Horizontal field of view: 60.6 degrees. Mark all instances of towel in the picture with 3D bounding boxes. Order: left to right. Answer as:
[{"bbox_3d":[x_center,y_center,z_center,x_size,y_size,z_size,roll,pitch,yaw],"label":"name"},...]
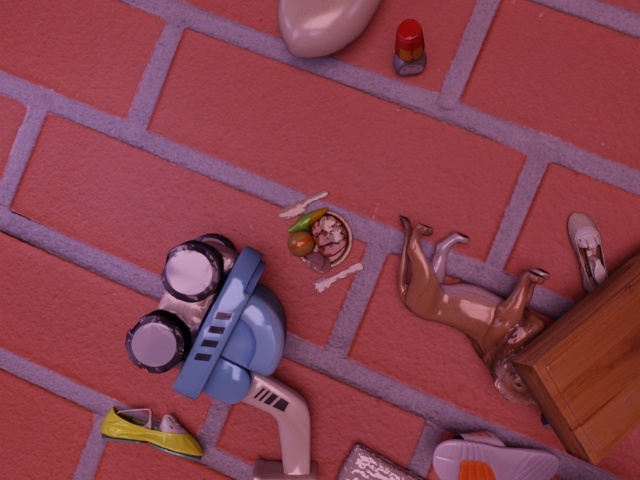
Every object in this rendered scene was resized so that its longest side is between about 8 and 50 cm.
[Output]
[{"bbox_3d":[0.151,0.551,1.097,0.282,0.049,0.187,28,91,7],"label":"towel"}]

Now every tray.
[{"bbox_3d":[0.550,0.174,0.960,0.410,0.076,0.203,-34,95,-15],"label":"tray"}]

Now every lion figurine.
[{"bbox_3d":[0.283,0.129,1.056,0.392,0.142,0.240,28,106,20],"label":"lion figurine"}]

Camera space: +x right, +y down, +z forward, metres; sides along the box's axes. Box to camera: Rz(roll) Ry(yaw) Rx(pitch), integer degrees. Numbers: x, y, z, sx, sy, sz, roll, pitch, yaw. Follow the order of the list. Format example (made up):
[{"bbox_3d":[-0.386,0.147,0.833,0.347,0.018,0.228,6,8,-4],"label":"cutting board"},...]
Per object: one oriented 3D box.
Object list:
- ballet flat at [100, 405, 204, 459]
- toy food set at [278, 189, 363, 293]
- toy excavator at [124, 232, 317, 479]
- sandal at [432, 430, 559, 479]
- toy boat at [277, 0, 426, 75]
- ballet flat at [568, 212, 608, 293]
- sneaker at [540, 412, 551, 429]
[{"bbox_3d":[-0.349,0.397,1.148,0.230,0.077,0.077,9,74,9],"label":"ballet flat"},{"bbox_3d":[0.000,0.000,1.124,0.132,0.038,0.192,-27,86,6],"label":"toy food set"},{"bbox_3d":[-0.141,0.252,1.068,0.445,0.222,0.433,26,94,-2],"label":"toy excavator"},{"bbox_3d":[0.331,0.424,1.069,0.265,0.076,0.102,10,106,-14],"label":"sandal"},{"bbox_3d":[0.072,-0.437,1.082,0.318,0.148,0.268,37,88,13],"label":"toy boat"},{"bbox_3d":[0.524,0.025,1.055,0.057,0.052,0.168,-16,87,7],"label":"ballet flat"},{"bbox_3d":[0.471,0.247,1.041,0.222,0.083,0.118,-39,79,-14],"label":"sneaker"}]
